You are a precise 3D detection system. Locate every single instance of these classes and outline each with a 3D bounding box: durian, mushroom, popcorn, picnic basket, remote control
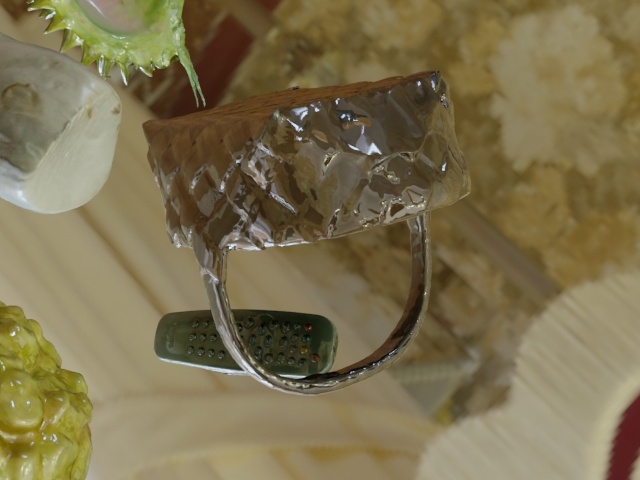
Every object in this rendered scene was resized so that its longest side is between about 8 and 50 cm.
[{"bbox_3d":[-0.150,-0.304,1.478,0.157,0.169,0.355,14,89,-61],"label":"durian"},{"bbox_3d":[-0.204,-0.106,1.042,0.081,0.223,0.092,-21,146,-38],"label":"mushroom"},{"bbox_3d":[-0.252,0.139,1.219,0.189,0.218,0.169,-43,123,4],"label":"popcorn"},{"bbox_3d":[0.000,0.000,1.843,0.293,0.337,0.337,-16,140,-33],"label":"picnic basket"},{"bbox_3d":[-0.082,0.111,1.945,0.042,0.222,0.072,31,65,-59],"label":"remote control"}]
